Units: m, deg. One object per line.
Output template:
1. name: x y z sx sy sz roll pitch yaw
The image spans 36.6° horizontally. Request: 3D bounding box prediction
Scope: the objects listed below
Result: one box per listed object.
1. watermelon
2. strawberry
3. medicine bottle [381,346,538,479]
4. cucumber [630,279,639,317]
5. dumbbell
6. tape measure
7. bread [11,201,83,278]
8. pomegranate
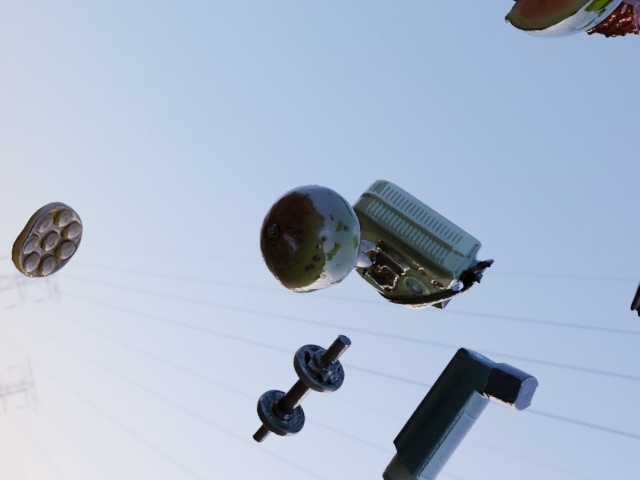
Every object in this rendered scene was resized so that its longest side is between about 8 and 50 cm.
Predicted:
1. watermelon: 0.269 -0.250 0.949 0.163 0.069 0.087 -49 -139 17
2. strawberry: 0.440 -0.442 1.664 0.286 0.188 0.106 32 -26 42
3. medicine bottle: 0.195 0.268 1.408 0.124 0.079 0.258 41 -79 29
4. cucumber: 0.483 0.051 1.395 0.033 0.135 0.034 31 -8 8
5. dumbbell: -0.031 0.217 1.392 0.254 0.081 0.082 -52 -127 34
6. tape measure: 0.142 0.035 1.542 0.235 0.115 0.207 35 -30 14
7. bread: -0.352 0.000 1.252 0.024 0.110 0.110 28 -51 27
8. pomegranate: -0.003 -0.007 1.155 0.129 0.159 0.129 8 -73 27
